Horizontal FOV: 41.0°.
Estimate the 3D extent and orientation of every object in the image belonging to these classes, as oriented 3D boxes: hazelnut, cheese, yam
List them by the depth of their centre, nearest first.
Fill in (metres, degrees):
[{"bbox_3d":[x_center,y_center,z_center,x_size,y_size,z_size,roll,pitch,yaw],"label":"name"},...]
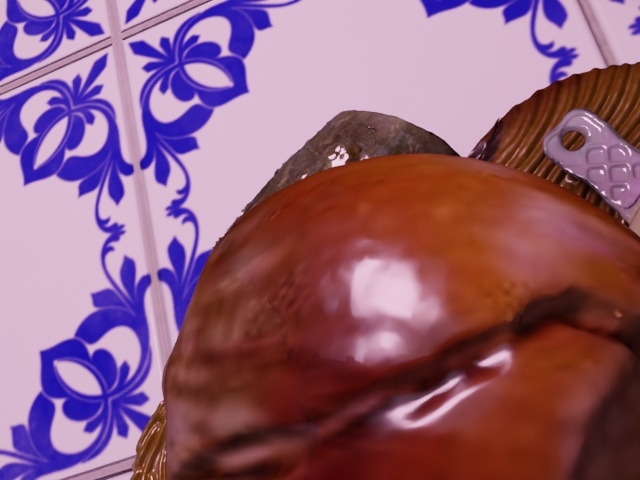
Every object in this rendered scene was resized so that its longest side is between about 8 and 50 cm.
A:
[{"bbox_3d":[0.070,0.123,0.569,0.372,0.315,0.372,-2,79,11],"label":"hazelnut"},{"bbox_3d":[0.286,-0.006,0.653,0.163,0.082,0.286,-48,60,-1],"label":"cheese"},{"bbox_3d":[0.000,0.000,0.765,0.154,0.154,0.254,36,87,28],"label":"yam"}]

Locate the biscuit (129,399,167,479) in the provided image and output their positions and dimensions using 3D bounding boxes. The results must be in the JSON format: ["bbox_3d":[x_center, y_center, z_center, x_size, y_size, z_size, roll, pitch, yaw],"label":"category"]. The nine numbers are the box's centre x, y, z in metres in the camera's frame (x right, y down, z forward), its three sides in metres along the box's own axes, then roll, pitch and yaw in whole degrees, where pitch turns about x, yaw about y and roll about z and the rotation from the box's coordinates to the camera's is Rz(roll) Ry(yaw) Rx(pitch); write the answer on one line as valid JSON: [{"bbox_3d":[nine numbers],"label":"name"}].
[{"bbox_3d":[-0.128,0.212,0.799,0.176,0.031,0.228,-15,67,14],"label":"biscuit"}]

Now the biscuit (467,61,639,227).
[{"bbox_3d":[0.265,-0.012,0.727,0.318,0.040,0.317,-7,70,18],"label":"biscuit"}]
